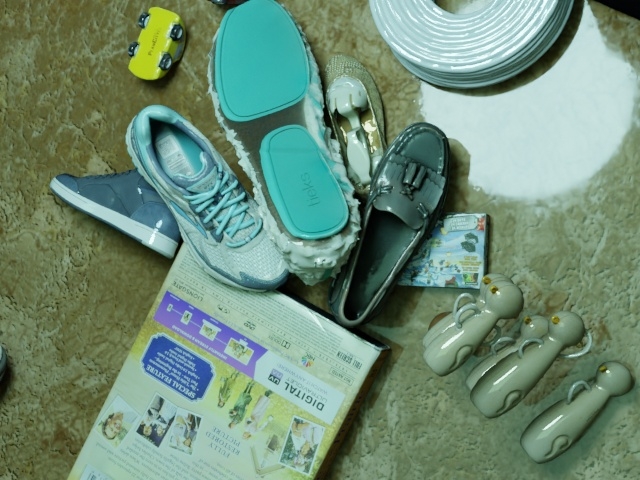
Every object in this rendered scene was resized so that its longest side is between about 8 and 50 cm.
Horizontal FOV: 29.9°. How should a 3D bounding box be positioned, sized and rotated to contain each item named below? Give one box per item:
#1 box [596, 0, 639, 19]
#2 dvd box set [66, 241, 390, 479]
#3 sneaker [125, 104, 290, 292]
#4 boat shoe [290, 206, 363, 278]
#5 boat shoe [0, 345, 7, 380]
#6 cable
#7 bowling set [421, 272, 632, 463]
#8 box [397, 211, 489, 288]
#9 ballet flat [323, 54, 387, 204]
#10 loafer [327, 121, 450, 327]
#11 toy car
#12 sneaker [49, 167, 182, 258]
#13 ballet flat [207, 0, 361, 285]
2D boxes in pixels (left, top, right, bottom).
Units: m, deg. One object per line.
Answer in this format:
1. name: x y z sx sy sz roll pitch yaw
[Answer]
1. box: 0.403 -0.407 1.264 0.179 0.343 0.313 30 96 20
2. dvd box set: -0.135 0.252 1.552 0.307 0.062 0.420 27 95 19
3. sneaker: -0.142 -0.050 1.476 0.110 0.122 0.283 -42 88 -10
4. boat shoe: 0.001 0.000 1.532 0.133 0.049 0.042 -38 69 11
5. boat shoe: -0.567 0.243 1.702 0.335 0.095 0.112 -28 41 12
6. cable: 0.184 -0.316 1.468 0.257 0.089 0.257 18 92 20
7. bowling set: 0.209 0.104 1.387 0.154 0.287 0.200 -43 40 5
8. box: 0.140 0.011 1.491 0.137 0.027 0.094 2 88 19
9. ballet flat: 0.047 -0.145 1.515 0.073 0.067 0.206 -21 79 14
10. loafer: 0.088 -0.013 1.442 0.096 0.084 0.268 23 97 -2
11. toy car: -0.197 -0.359 1.626 0.239 0.053 0.225 -37 75 13
12. sneaker: -0.248 -0.088 1.611 0.226 0.086 0.163 24 85 28
13. ballet flat: -0.051 -0.118 1.498 0.147 0.147 0.409 -25 56 16
